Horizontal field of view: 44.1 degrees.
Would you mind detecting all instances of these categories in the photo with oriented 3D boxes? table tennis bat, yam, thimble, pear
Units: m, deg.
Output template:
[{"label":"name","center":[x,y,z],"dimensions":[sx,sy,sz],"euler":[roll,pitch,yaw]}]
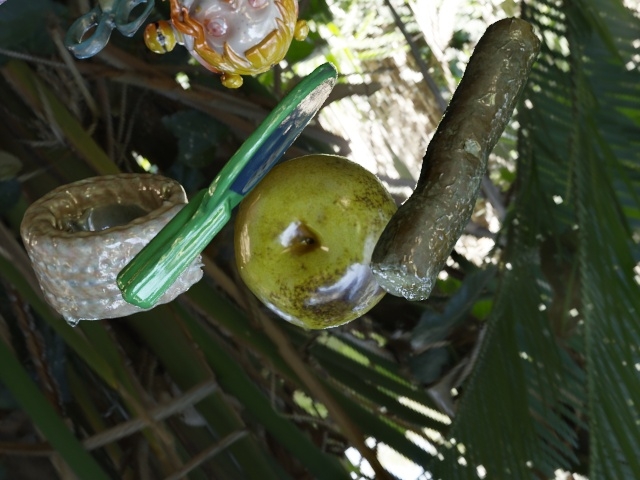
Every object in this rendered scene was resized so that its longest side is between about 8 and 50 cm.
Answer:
[{"label":"table tennis bat","center":[-0.072,-0.046,0.650],"dimensions":[0.257,0.039,0.160],"euler":[-48,180,-3]},{"label":"yam","center":[0.113,-0.071,0.643],"dimensions":[0.253,0.061,0.061],"euler":[-63,-164,-19]},{"label":"thimble","center":[-0.289,0.005,1.108],"dimensions":[0.229,0.148,0.196],"euler":[-13,-145,-10]},{"label":"pear","center":[0.000,0.000,0.905],"dimensions":[0.197,0.197,0.197],"euler":[-33,-175,3]}]

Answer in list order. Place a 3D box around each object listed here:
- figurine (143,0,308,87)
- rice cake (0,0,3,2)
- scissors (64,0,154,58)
[{"label":"figurine","center":[-0.165,-0.426,1.397],"dimensions":[0.320,0.323,0.196],"euler":[-34,-155,4]},{"label":"rice cake","center":[-0.508,-0.350,1.173],"dimensions":[0.290,0.081,0.051],"euler":[-32,-135,-10]},{"label":"scissors","center":[-0.295,-0.360,1.130],"dimensions":[0.138,0.041,0.289],"euler":[-23,-137,12]}]
